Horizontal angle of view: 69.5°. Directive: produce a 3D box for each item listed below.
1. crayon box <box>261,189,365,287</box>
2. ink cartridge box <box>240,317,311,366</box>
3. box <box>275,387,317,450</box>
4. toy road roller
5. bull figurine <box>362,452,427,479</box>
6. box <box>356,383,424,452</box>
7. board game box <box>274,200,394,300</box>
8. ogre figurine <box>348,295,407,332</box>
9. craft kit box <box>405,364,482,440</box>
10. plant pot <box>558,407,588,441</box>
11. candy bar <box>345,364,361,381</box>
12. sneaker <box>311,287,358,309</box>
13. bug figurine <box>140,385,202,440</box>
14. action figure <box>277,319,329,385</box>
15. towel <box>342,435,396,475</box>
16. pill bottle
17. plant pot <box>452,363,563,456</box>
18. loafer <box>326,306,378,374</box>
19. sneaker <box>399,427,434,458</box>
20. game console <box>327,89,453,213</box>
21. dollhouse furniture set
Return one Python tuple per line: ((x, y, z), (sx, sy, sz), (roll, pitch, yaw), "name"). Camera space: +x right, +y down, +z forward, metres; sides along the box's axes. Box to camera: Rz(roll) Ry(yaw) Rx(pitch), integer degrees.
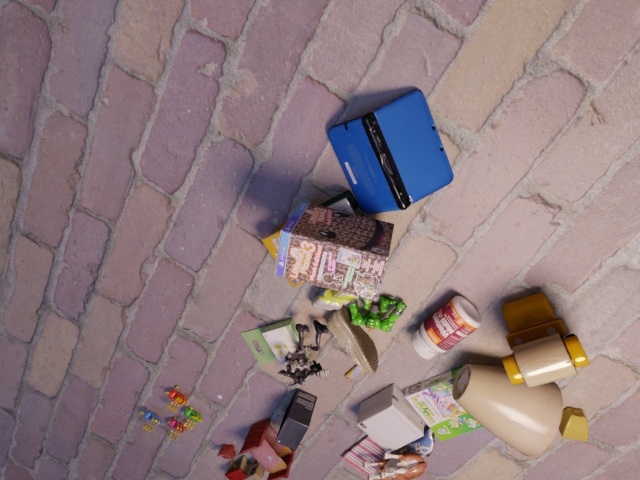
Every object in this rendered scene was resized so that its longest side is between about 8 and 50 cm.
((0.000, 0.000, 1.491), (0.323, 0.083, 0.203), (-25, 108, 22), "crayon box")
((-0.174, 0.401, 1.746), (0.235, 0.056, 0.171), (-20, 110, 19), "ink cartridge box")
((-0.094, 0.703, 1.814), (0.093, 0.158, 0.156), (24, 119, 1), "box")
((0.637, 0.283, 1.363), (0.203, 0.329, 0.240), (-25, 71, 22), "toy road roller")
((0.283, 0.888, 1.784), (0.188, 0.101, 0.310), (10, 139, -19), "bull figurine")
((0.265, 0.671, 1.737), (0.181, 0.119, 0.182), (45, 117, -11), "box")
((0.046, 0.021, 1.313), (0.291, 0.232, 0.141), (14, 117, 6), "board game box")
((0.184, 0.245, 1.567), (0.197, 0.097, 0.118), (7, 100, -7), "ogre figurine")
((0.481, 0.599, 1.689), (0.247, 0.061, 0.250), (-32, 105, 27), "craft kit box")
((0.879, 0.630, 1.597), (0.082, 0.081, 0.083), (8, 107, 9), "plant pot")
((0.149, 0.474, 1.725), (0.040, 0.018, 0.161), (37, 117, -6), "candy bar")
((0.055, 0.159, 1.564), (0.091, 0.126, 0.240), (22, 151, -29), "sneaker")
((-0.644, 0.764, 2.023), (0.279, 0.072, 0.216), (-40, 107, 22), "bug figurine")
((-0.058, 0.426, 1.630), (0.164, 0.141, 0.275), (6, 109, -15), "action figure")
((0.200, 0.887, 1.912), (0.144, 0.029, 0.197), (37, 115, -6), "towel")
((0.408, 0.291, 1.515), (0.121, 0.121, 0.221), (39, 117, -7), "pill bottle")
((0.587, 0.520, 1.512), (0.274, 0.256, 0.256), (25, 119, 2), "plant pot")
((0.113, 0.359, 1.636), (0.092, 0.102, 0.268), (-28, 94, 33), "loafer")
((0.380, 0.802, 1.795), (0.081, 0.080, 0.211), (22, 118, 0), "sneaker")
((0.204, -0.249, 1.353), (0.250, 0.173, 0.293), (-4, 118, 49), "game console")
((-0.311, 0.944, 1.986), (0.374, 0.152, 0.201), (-33, 104, 25), "dollhouse furniture set")
